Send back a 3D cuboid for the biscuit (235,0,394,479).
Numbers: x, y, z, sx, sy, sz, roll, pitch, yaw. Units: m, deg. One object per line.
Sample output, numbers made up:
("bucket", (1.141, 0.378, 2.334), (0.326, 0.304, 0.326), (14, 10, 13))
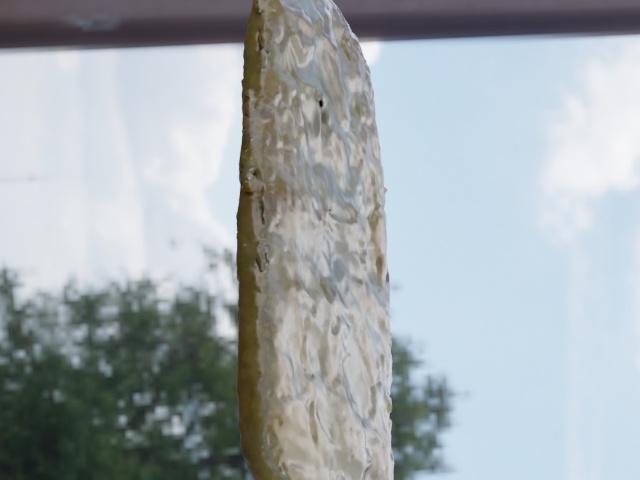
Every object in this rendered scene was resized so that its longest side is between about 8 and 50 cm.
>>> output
("biscuit", (0.000, 0.000, 0.659), (0.118, 0.029, 0.247), (50, 34, -56))
